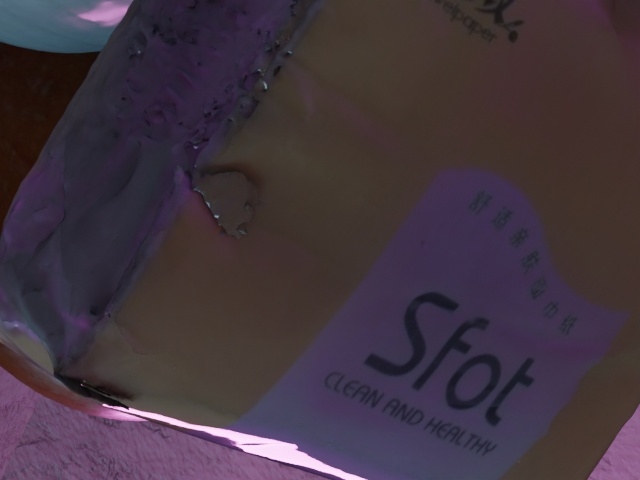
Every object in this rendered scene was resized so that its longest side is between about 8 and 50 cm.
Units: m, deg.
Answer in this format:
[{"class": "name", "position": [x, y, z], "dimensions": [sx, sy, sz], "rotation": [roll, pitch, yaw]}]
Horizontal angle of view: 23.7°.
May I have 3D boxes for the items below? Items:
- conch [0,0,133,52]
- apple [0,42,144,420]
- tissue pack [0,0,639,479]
[{"class": "conch", "position": [-0.079, -0.132, 0.566], "dimensions": [0.185, 0.121, 0.221], "rotation": [-6, -174, -21]}, {"class": "apple", "position": [-0.084, -0.043, 0.760], "dimensions": [0.253, 0.253, 0.253], "rotation": [26, 179, 1]}, {"class": "tissue pack", "position": [0.035, -0.017, 0.533], "dimensions": [0.256, 0.215, 0.123], "rotation": [28, -172, -43]}]
